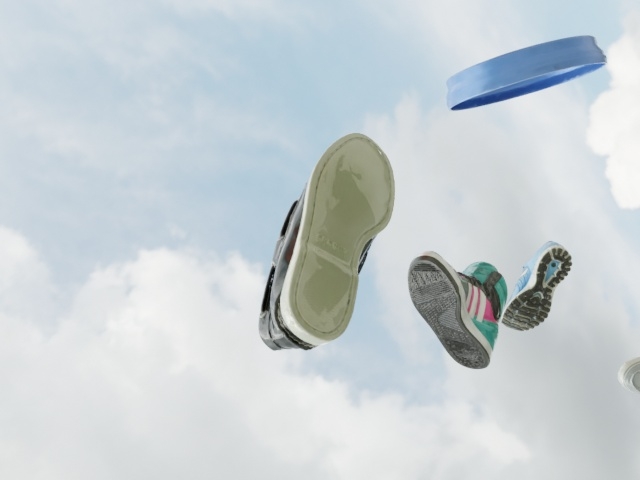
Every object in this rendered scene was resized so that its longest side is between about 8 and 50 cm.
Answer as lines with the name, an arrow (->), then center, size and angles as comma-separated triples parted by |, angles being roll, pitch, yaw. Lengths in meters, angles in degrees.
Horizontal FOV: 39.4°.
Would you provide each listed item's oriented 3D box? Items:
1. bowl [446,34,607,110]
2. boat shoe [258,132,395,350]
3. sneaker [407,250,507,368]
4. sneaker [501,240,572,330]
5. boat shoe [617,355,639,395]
bowl -> 0.490, -0.406, 2.174 | 0.391, 0.391, 0.077 | -16, -89, -44
boat shoe -> 0.003, 0.003, 1.133 | 0.127, 0.113, 0.340 | 32, -131, -21
sneaker -> 0.278, 0.091, 1.746 | 0.295, 0.123, 0.178 | 59, -138, -32
sneaker -> 0.337, 0.071, 1.401 | 0.063, 0.162, 0.073 | 27, -158, -7
boat shoe -> 0.672, 0.277, 1.680 | 0.227, 0.081, 0.079 | 16, -78, -14
